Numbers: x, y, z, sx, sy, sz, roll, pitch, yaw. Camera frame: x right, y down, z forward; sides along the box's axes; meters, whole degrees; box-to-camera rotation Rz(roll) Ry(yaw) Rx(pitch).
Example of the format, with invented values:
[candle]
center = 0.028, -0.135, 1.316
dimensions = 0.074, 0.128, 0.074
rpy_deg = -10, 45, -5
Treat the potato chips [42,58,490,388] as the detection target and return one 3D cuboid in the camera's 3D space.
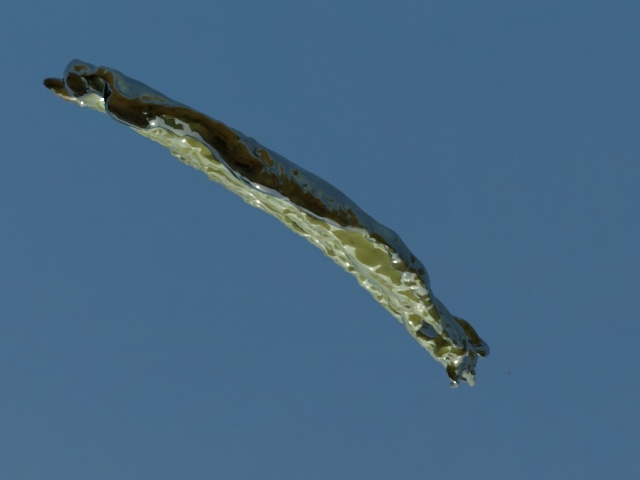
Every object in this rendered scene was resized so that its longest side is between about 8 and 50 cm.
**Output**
[potato chips]
center = 0.000, 0.001, 0.591
dimensions = 0.207, 0.092, 0.028
rpy_deg = 37, -95, -28
